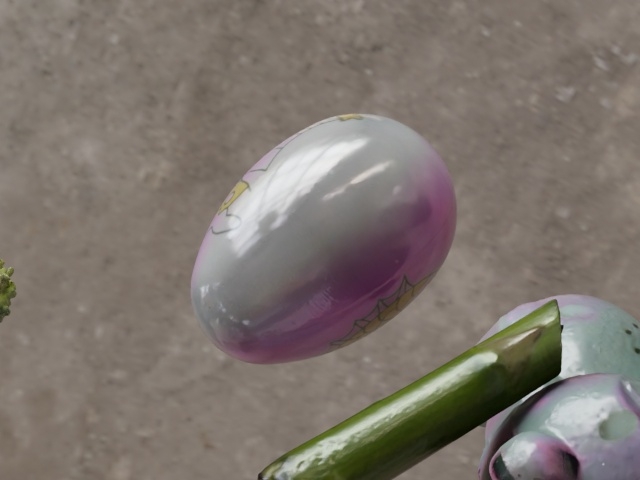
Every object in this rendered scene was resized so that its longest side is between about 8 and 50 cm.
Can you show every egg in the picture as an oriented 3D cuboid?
[{"bbox_3d":[0.000,0.000,1.672,0.271,0.196,0.196,-30,55,-10],"label":"egg"}]

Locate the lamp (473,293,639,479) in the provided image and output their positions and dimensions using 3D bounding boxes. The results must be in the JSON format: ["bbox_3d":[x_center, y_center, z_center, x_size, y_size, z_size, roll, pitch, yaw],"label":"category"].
[{"bbox_3d":[0.240,0.159,1.467,0.247,0.247,0.301,-45,20,18],"label":"lamp"}]

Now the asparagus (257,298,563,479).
[{"bbox_3d":[0.082,0.132,1.383,0.278,0.067,0.060,-29,89,-14],"label":"asparagus"}]

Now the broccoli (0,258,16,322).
[{"bbox_3d":[-0.455,0.028,1.890,0.263,0.247,0.243,9,102,24],"label":"broccoli"}]
